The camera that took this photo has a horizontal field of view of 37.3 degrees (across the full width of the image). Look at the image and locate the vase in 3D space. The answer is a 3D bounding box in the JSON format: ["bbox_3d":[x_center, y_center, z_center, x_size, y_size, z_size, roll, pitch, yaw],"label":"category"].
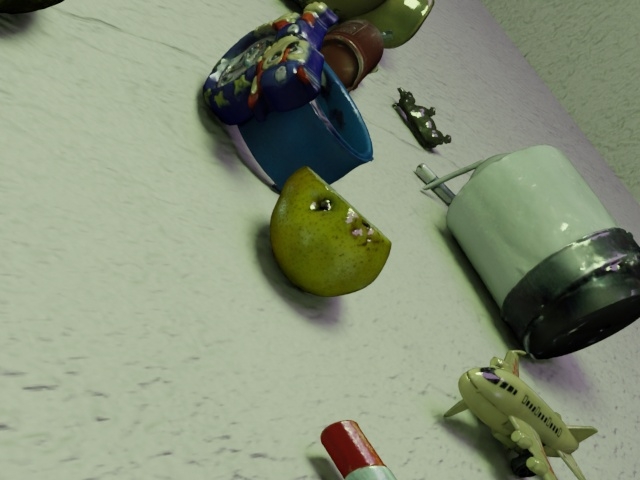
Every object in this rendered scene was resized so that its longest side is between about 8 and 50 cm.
[{"bbox_3d":[0.020,-0.510,1.691,0.329,0.240,0.302,31,1,28],"label":"vase"}]

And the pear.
[{"bbox_3d":[0.000,0.000,0.981,0.141,0.104,0.141,43,0,0],"label":"pear"}]

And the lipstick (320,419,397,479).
[{"bbox_3d":[0.086,0.265,0.770,0.274,0.061,0.068,56,26,16],"label":"lipstick"}]

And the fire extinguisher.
[{"bbox_3d":[0.053,-0.303,1.528,0.105,0.105,0.269,46,22,-5],"label":"fire extinguisher"}]

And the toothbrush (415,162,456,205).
[{"bbox_3d":[0.259,-0.026,1.565,0.288,0.024,0.026,42,38,-16],"label":"toothbrush"}]

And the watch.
[{"bbox_3d":[-0.024,-0.149,1.116,0.200,0.171,0.196,47,33,-33],"label":"watch"}]

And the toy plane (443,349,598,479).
[{"bbox_3d":[0.226,0.203,1.073,0.244,0.092,0.229,30,32,-35],"label":"toy plane"}]

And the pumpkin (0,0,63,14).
[{"bbox_3d":[-0.302,-0.314,0.867,0.224,0.157,0.223,32,40,-31],"label":"pumpkin"}]

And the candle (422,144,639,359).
[{"bbox_3d":[0.320,-0.007,1.396,0.221,0.221,0.342,16,39,-51],"label":"candle"}]

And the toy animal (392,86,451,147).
[{"bbox_3d":[0.174,-0.220,1.682,0.065,0.047,0.135,-8,65,-53],"label":"toy animal"}]
